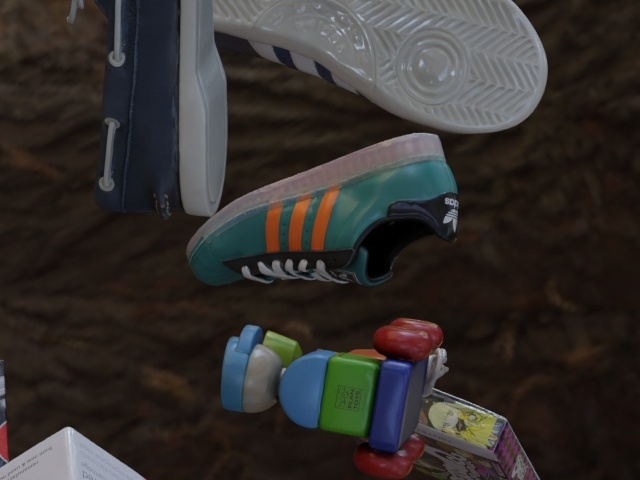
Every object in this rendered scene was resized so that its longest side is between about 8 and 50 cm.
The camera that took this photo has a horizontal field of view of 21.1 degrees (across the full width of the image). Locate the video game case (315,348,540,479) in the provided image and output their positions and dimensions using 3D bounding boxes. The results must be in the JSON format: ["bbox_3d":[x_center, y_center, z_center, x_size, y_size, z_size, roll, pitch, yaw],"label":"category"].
[{"bbox_3d":[0.109,0.197,1.746,0.042,0.210,0.232,-64,156,-15],"label":"video game case"}]

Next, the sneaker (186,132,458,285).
[{"bbox_3d":[0.000,0.000,1.745,0.108,0.302,0.121,21,50,-60],"label":"sneaker"}]

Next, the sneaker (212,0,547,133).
[{"bbox_3d":[0.011,-0.185,1.376,0.350,0.131,0.148,22,2,-12],"label":"sneaker"}]

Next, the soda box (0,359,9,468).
[{"bbox_3d":[-0.328,0.200,1.637,0.053,0.060,0.169,115,-30,-61],"label":"soda box"}]

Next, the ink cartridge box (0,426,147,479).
[{"bbox_3d":[-0.166,0.322,1.359,0.207,0.117,0.283,43,21,-39],"label":"ink cartridge box"}]

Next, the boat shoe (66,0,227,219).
[{"bbox_3d":[-0.095,-0.135,0.928,0.095,0.079,0.254,-76,165,-66],"label":"boat shoe"}]

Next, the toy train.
[{"bbox_3d":[0.015,0.102,1.295,0.248,0.143,0.105,-6,106,-81],"label":"toy train"}]
